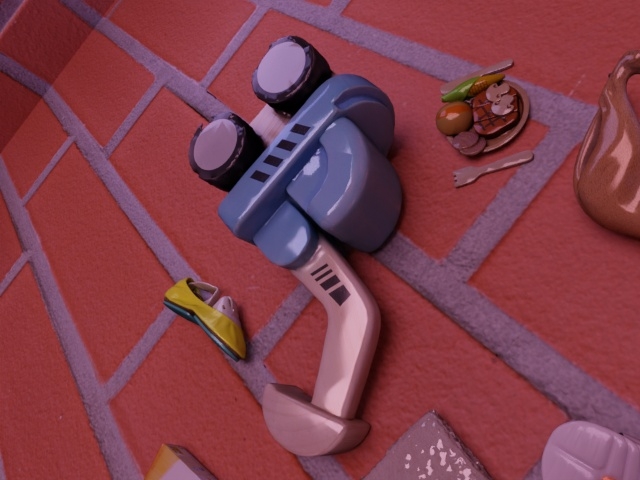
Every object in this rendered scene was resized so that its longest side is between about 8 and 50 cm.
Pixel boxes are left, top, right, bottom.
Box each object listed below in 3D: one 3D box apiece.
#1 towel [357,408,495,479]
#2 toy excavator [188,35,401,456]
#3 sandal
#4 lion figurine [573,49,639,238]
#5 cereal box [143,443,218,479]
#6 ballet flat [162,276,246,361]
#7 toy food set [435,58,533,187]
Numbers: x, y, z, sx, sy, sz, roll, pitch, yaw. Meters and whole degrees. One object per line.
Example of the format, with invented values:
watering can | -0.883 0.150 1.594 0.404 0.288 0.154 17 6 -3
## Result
towel | 0.143 0.342 0.574 0.187 0.049 0.282 -46 47 6
toy excavator | 0.000 0.000 0.770 0.433 0.222 0.445 -49 57 7
sandal | 0.323 0.253 0.478 0.265 0.076 0.102 28 100 21
lion figurine | 0.383 -0.030 0.552 0.240 0.142 0.392 -59 32 14
cereal box | -0.186 0.426 0.771 0.240 0.047 0.173 20 80 41
ballet flat | -0.184 0.119 0.919 0.231 0.077 0.077 24 66 43
toy food set | 0.230 -0.181 0.788 0.132 0.038 0.192 -18 57 28
